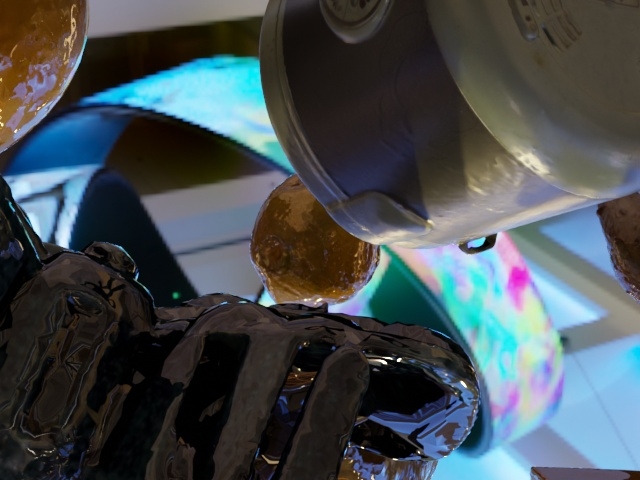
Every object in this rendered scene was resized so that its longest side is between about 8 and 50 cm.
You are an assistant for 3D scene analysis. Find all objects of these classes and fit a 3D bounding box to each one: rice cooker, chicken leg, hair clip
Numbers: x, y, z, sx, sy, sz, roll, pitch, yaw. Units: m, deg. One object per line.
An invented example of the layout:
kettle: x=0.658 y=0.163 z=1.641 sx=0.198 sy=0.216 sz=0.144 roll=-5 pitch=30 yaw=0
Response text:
rice cooker: x=0.116 y=-0.144 z=0.828 sx=0.288 sy=0.288 sz=0.277 roll=-21 pitch=-178 yaw=-36
chicken leg: x=0.403 y=0.014 z=1.216 sx=0.322 sy=0.083 sz=0.177 roll=28 pitch=-133 yaw=5
hair clip: x=-0.106 y=0.062 z=0.411 sx=0.310 sy=0.206 sz=0.194 roll=30 pitch=-118 yaw=-12

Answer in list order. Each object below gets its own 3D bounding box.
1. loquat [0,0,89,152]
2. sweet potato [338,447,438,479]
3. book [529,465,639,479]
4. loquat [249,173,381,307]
loquat: x=-0.373 y=-0.213 z=0.996 sx=0.328 sy=0.328 sz=0.328 roll=-1 pitch=-155 yaw=0
sweet potato: x=-0.005 y=0.137 z=0.782 sx=0.158 sy=0.158 sz=0.370 roll=8 pitch=173 yaw=17
book: x=0.355 y=0.204 z=0.742 sx=0.374 sy=0.028 sz=0.262 roll=4 pitch=-176 yaw=-6
loquat: x=0.000 y=0.000 z=1.009 sx=0.113 sy=0.137 sz=0.137 roll=0 pitch=-158 yaw=33
